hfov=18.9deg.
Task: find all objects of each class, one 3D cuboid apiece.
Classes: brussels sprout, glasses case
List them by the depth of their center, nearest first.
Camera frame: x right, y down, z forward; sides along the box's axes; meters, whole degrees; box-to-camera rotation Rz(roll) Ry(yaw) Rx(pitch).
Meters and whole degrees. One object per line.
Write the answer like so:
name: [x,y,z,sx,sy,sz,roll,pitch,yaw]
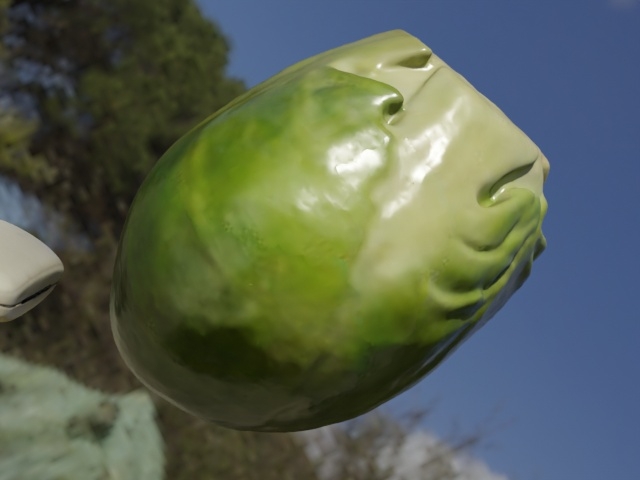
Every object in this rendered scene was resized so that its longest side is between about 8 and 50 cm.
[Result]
glasses case: [-0.099,0.008,0.579,0.032,0.021,0.083,32,7,0]
brussels sprout: [0.002,0.003,0.772,0.161,0.180,0.144,24,24,-42]
